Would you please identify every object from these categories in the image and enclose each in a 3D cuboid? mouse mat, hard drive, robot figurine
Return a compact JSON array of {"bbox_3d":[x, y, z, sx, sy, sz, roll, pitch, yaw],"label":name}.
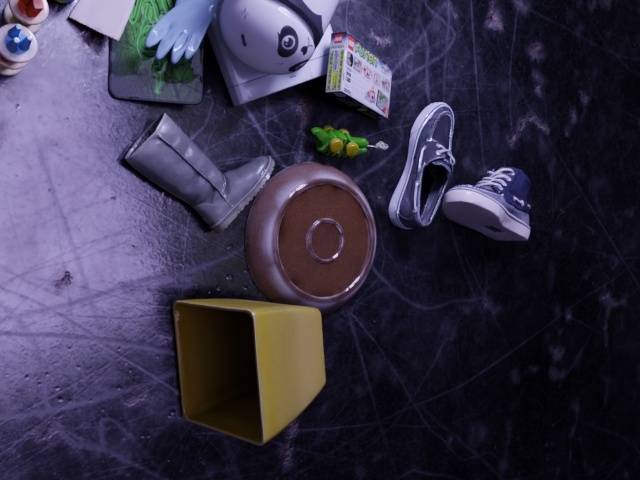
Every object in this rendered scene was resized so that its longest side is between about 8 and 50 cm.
[{"bbox_3d":[-0.268,-0.323,1.023,0.153,0.007,0.189,0,91,-19],"label":"mouse mat"},{"bbox_3d":[-0.111,-0.448,1.114,0.233,0.047,0.352,-26,106,-25],"label":"hard drive"},{"bbox_3d":[-0.052,-0.411,1.022,0.209,0.174,0.278,28,80,-23],"label":"robot figurine"}]

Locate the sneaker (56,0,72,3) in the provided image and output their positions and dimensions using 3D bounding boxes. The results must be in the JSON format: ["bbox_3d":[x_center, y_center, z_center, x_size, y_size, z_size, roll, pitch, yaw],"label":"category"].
[{"bbox_3d":[-0.417,-0.447,0.895,0.069,0.082,0.209,-47,114,-22],"label":"sneaker"}]

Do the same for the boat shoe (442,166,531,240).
[{"bbox_3d":[0.387,-0.108,1.425,0.341,0.127,0.158,22,73,-52],"label":"boat shoe"}]

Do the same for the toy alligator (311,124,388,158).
[{"bbox_3d":[0.053,-0.187,1.249,0.190,0.056,0.051,6,130,-36],"label":"toy alligator"}]

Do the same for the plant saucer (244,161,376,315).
[{"bbox_3d":[0.000,0.000,1.219,0.311,0.050,0.310,-2,93,-35],"label":"plant saucer"}]

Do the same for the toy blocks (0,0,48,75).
[{"bbox_3d":[-0.413,-0.299,0.861,0.054,0.148,0.123,24,79,-33],"label":"toy blocks"}]

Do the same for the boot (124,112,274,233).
[{"bbox_3d":[-0.201,-0.138,1.069,0.208,0.076,0.189,45,66,-20],"label":"boot"}]

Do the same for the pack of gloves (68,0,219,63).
[{"bbox_3d":[-0.260,-0.405,1.008,0.195,0.046,0.232,24,79,-5],"label":"pack of gloves"}]

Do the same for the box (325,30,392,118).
[{"bbox_3d":[0.081,-0.317,1.218,0.207,0.036,0.114,9,86,-60],"label":"box"}]

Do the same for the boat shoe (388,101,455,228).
[{"bbox_3d":[0.243,-0.166,1.345,0.108,0.102,0.301,31,75,-31],"label":"boat shoe"}]

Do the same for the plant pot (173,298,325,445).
[{"bbox_3d":[-0.107,0.199,1.069,0.187,0.212,0.212,-8,96,-47],"label":"plant pot"}]
